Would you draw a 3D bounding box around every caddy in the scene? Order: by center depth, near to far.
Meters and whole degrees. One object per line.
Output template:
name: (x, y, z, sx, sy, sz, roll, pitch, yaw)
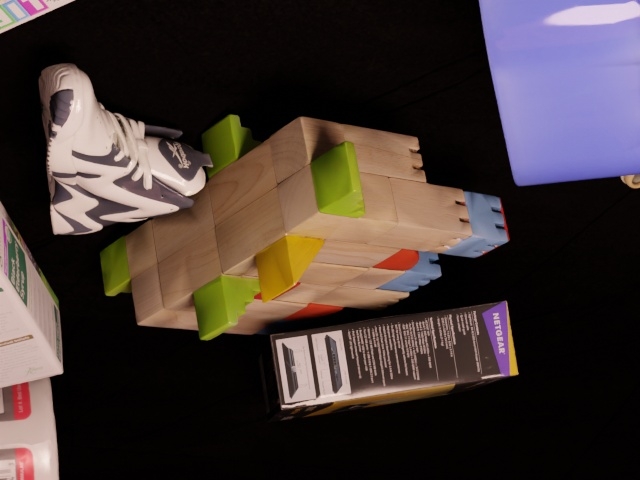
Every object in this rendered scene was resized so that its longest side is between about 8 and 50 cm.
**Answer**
caddy: (0.223, -0.191, 1.386, 0.179, 0.241, 0.341, -10, 147, 8)

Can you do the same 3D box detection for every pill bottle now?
pill bottle: (-0.449, 0.239, 1.867, 0.318, 0.176, 0.176, -3, 145, -12)

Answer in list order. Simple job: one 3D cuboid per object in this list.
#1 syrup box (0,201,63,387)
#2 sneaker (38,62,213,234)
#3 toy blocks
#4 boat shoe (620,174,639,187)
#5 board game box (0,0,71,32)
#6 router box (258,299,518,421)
syrup box: (-0.334, 0.047, 1.697, 0.096, 0.093, 0.237, -13, 146, 2)
sneaker: (-0.173, -0.085, 1.554, 0.153, 0.094, 0.235, -6, 146, -10)
toy blocks: (0.000, 0.000, 1.678, 0.261, 0.191, 0.381, 8, 153, -40)
boat shoe: (0.396, -0.151, 1.629, 0.104, 0.089, 0.285, 23, 133, -39)
board game box: (-0.271, -0.214, 1.396, 0.154, 0.026, 0.103, -22, 145, 15)
router box: (0.062, 0.134, 1.841, 0.243, 0.081, 0.309, -8, 173, -5)
